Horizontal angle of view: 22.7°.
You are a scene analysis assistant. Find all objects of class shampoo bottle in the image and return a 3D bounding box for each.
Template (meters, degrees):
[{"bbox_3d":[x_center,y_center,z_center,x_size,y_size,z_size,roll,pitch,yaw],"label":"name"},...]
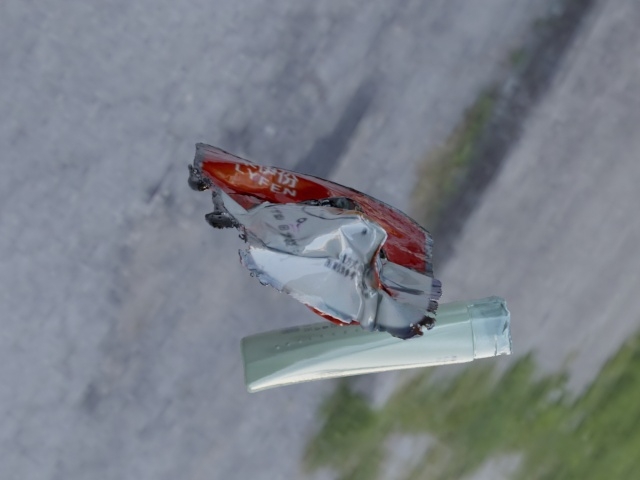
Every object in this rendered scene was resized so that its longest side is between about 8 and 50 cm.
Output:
[{"bbox_3d":[0.043,0.082,1.250,0.072,0.212,0.049,76,5,-84],"label":"shampoo bottle"}]

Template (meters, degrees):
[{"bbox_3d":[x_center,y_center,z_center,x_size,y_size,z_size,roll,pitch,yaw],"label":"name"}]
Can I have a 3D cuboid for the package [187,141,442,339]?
[{"bbox_3d":[0.000,0.000,1.069,0.071,0.194,0.269,-58,-168,7],"label":"package"}]
